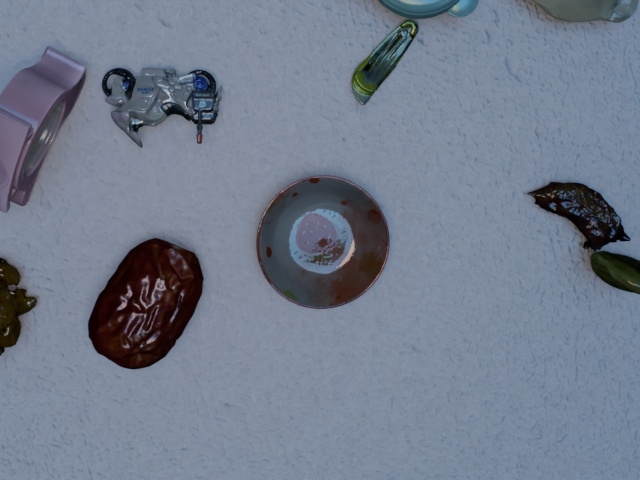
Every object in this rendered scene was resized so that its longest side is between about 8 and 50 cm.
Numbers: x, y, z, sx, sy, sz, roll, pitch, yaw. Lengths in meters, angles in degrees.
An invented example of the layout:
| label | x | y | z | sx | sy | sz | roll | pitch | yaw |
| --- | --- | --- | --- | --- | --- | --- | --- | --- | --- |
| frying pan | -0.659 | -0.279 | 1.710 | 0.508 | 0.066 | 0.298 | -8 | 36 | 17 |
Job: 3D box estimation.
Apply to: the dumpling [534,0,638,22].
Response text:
| label | x | y | z | sx | sy | sz | roll | pitch | yaw |
| --- | --- | --- | --- | --- | --- | --- | --- | --- | --- |
| dumpling | 0.501 | -0.503 | 1.392 | 0.250 | 0.132 | 0.162 | 10 | 115 | -9 |

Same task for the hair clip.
| label | x | y | z | sx | sy | sz | roll | pitch | yaw |
| --- | --- | --- | --- | --- | --- | --- | --- | --- | --- |
| hair clip | 0.123 | -0.355 | 1.420 | 0.060 | 0.033 | 0.188 | 39 | 94 | -8 |

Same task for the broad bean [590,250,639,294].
| label | x | y | z | sx | sy | sz | roll | pitch | yaw |
| --- | --- | --- | --- | --- | --- | --- | --- | --- | --- |
| broad bean | 0.621 | 0.066 | 1.461 | 0.153 | 0.207 | 0.072 | 18 | 93 | 15 |

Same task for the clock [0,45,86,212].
| label | x | y | z | sx | sy | sz | roll | pitch | yaw |
| --- | --- | --- | --- | --- | --- | --- | --- | --- | --- |
| clock | -0.529 | -0.181 | 1.296 | 0.080 | 0.275 | 0.290 | 27 | 130 | -12 |

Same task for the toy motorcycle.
| label | x | y | z | sx | sy | sz | roll | pitch | yaw |
| --- | --- | --- | --- | --- | --- | --- | --- | --- | --- |
| toy motorcycle | -0.294 | -0.248 | 1.351 | 0.221 | 0.102 | 0.150 | -1 | 86 | -7 |

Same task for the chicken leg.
| label | x | y | z | sx | sy | sz | roll | pitch | yaw |
| --- | --- | --- | --- | --- | --- | --- | --- | --- | --- |
| chicken leg | 0.544 | -0.057 | 1.501 | 0.234 | 0.063 | 0.105 | 40 | 88 | -9 |

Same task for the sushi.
| label | x | y | z | sx | sy | sz | roll | pitch | yaw |
| --- | --- | --- | --- | --- | --- | --- | --- | --- | --- |
| sushi | -0.657 | 0.140 | 1.319 | 0.204 | 0.213 | 0.200 | -21 | 123 | 10 |

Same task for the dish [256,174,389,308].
| label | x | y | z | sx | sy | sz | roll | pitch | yaw |
| --- | --- | --- | --- | --- | --- | --- | --- | --- | --- |
| dish | 0.000 | 0.000 | 1.428 | 0.260 | 0.085 | 0.260 | -1 | 98 | -9 |

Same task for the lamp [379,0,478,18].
| label | x | y | z | sx | sy | sz | roll | pitch | yaw |
| --- | --- | --- | --- | --- | --- | --- | --- | --- | --- |
| lamp | 0.160 | -0.525 | 1.343 | 0.284 | 0.147 | 0.209 | 3 | 95 | -16 |

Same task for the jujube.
| label | x | y | z | sx | sy | sz | roll | pitch | yaw |
| --- | --- | --- | --- | --- | --- | --- | --- | --- | --- |
| jujube | -0.327 | 0.120 | 1.366 | 0.174 | 0.174 | 0.250 | 27 | 83 | -10 |
